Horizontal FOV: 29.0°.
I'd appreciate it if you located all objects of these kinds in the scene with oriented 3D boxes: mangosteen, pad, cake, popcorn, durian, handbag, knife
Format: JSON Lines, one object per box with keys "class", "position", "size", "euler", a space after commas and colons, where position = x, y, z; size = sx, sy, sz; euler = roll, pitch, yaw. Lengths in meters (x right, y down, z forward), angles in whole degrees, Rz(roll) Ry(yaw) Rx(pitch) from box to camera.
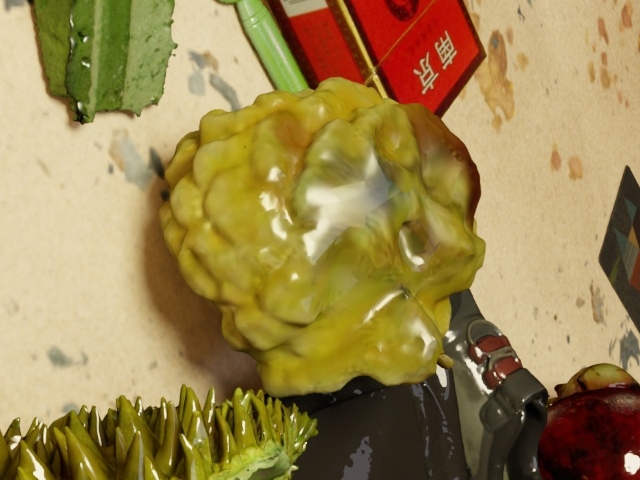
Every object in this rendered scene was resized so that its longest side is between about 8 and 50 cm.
{"class": "mangosteen", "position": [0.237, 0.196, 1.052], "size": [0.200, 0.200, 0.199], "euler": [11, 76, -51]}
{"class": "pad", "position": [0.359, 0.038, 1.354], "size": [0.211, 0.003, 0.143], "euler": [53, 47, -34]}
{"class": "cake", "position": [-0.135, -0.194, 0.728], "size": [0.100, 0.099, 0.235], "euler": [-13, 116, -53]}
{"class": "popcorn", "position": [0.003, -0.001, 0.767], "size": [0.218, 0.169, 0.189], "euler": [-20, 95, -41]}
{"class": "durian", "position": [-0.113, 0.178, 0.572], "size": [0.394, 0.163, 0.198], "euler": [-33, 115, -50]}
{"class": "handbag", "position": [0.009, 0.206, 0.820], "size": [0.223, 0.080, 0.246], "euler": [-12, 95, -43]}
{"class": "knife", "position": [-0.041, -0.134, 0.851], "size": [0.212, 0.015, 0.054], "euler": [60, 44, -27]}

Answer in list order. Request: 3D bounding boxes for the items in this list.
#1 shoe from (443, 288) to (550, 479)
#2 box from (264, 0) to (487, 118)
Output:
{"class": "shoe", "position": [0.129, 0.127, 0.954], "size": [0.099, 0.112, 0.227], "euler": [-12, 96, -51]}
{"class": "box", "position": [0.027, -0.194, 0.904], "size": [0.239, 0.074, 0.153], "euler": [63, 38, -25]}
